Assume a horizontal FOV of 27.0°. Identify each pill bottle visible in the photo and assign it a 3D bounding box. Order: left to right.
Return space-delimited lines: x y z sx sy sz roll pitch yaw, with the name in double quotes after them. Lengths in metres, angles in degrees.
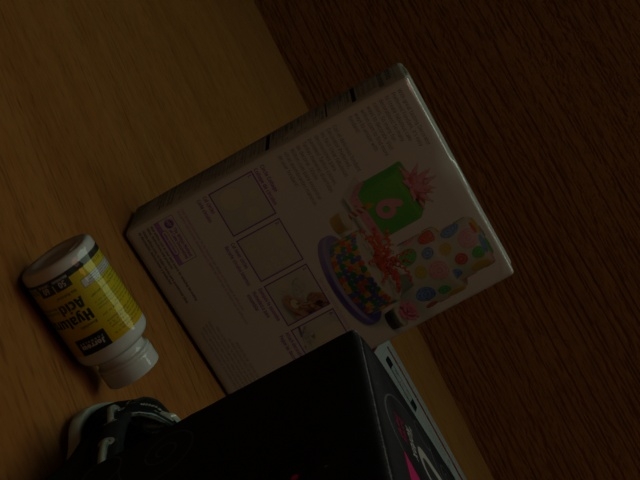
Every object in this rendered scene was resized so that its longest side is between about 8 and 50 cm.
-0.179 0.058 1.056 0.116 0.065 0.065 58 9 -17 "pill bottle"

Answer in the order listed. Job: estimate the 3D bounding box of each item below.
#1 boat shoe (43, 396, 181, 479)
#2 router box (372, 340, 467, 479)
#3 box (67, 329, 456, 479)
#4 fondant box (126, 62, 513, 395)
-0.126 0.167 0.920 0.114 0.091 0.302 60 9 -8 "boat shoe"
0.129 0.319 1.968 0.335 0.082 0.301 61 9 1 "router box"
-0.057 0.191 0.637 0.143 0.270 0.165 58 9 -26 "box"
0.000 0.000 1.403 0.238 0.330 0.096 60 9 -15 "fondant box"
